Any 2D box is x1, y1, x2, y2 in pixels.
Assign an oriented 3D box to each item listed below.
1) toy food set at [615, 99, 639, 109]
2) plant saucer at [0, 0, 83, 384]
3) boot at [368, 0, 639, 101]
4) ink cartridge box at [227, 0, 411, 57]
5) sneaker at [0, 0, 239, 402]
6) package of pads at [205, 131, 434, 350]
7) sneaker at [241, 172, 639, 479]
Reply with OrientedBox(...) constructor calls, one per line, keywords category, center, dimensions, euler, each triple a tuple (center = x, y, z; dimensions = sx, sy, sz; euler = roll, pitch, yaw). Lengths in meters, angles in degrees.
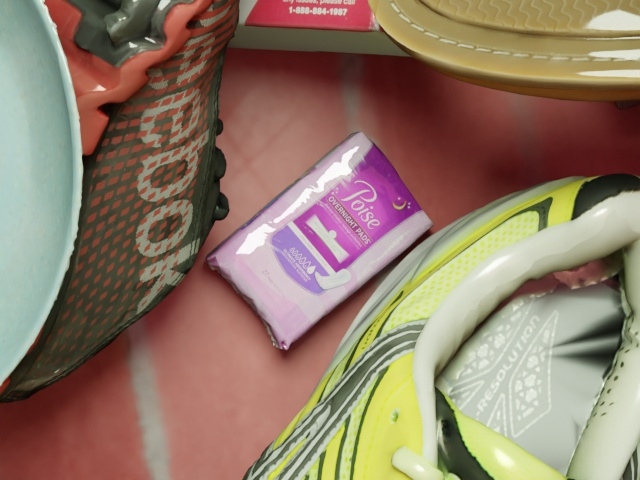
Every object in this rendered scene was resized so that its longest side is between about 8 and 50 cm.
OrientedBox(category="toy food set", center=(0.168, -0.235, 0.770), dimensions=(0.220, 0.092, 0.306), euler=(-22, 91, 5))
OrientedBox(category="plant saucer", center=(-0.154, -0.028, 0.627), dimensions=(0.195, 0.037, 0.195), euler=(2, 94, 25))
OrientedBox(category="boot", center=(0.162, -0.067, 0.704), dimensions=(0.283, 0.220, 0.109), euler=(-13, 67, -2))
OrientedBox(category="ink cartridge box", center=(-0.002, -0.151, 0.727), dimensions=(0.109, 0.063, 0.150), euler=(7, 88, 31))
OrientedBox(category="sneaker", center=(-0.081, -0.052, 0.690), dimensions=(0.098, 0.135, 0.276), euler=(37, 109, 25))
OrientedBox(category="package of pads", center=(0.000, 0.000, 0.766), dimensions=(0.083, 0.032, 0.050), euler=(-40, 96, -5))
OrientedBox(category="sneaker", center=(0.010, 0.123, 0.659), dimensions=(0.145, 0.147, 0.384), euler=(30, 67, -1))
